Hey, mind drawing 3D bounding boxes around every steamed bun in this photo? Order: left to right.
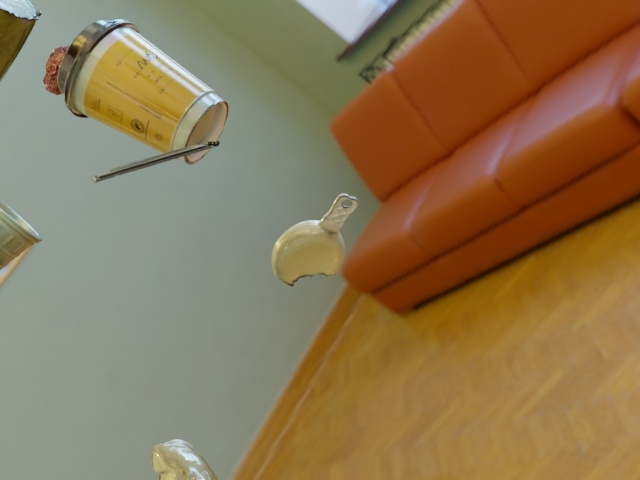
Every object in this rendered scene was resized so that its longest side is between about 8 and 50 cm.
[{"bbox_3d":[-0.255,0.493,2.050,0.110,0.212,0.231,-15,-17,-29],"label":"steamed bun"}]

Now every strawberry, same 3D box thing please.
[{"bbox_3d":[-0.469,-0.310,1.882,0.083,0.083,0.096,-33,37,60],"label":"strawberry"}]

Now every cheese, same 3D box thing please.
[{"bbox_3d":[-0.017,-0.007,2.258,0.070,0.163,0.248,-99,17,-49],"label":"cheese"}]

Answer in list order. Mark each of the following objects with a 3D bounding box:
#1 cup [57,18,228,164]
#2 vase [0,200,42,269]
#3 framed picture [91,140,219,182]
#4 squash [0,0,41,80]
[{"bbox_3d":[-0.312,-0.260,1.824,0.196,0.280,0.196,-55,-12,-18],"label":"cup"},{"bbox_3d":[-0.656,0.063,1.846,0.299,0.143,0.143,-48,10,-5],"label":"vase"},{"bbox_3d":[-0.261,-0.124,1.592,0.195,0.010,0.199,-17,9,-12],"label":"framed picture"},{"bbox_3d":[-0.480,-0.224,1.239,0.260,0.189,0.189,-48,12,14],"label":"squash"}]
